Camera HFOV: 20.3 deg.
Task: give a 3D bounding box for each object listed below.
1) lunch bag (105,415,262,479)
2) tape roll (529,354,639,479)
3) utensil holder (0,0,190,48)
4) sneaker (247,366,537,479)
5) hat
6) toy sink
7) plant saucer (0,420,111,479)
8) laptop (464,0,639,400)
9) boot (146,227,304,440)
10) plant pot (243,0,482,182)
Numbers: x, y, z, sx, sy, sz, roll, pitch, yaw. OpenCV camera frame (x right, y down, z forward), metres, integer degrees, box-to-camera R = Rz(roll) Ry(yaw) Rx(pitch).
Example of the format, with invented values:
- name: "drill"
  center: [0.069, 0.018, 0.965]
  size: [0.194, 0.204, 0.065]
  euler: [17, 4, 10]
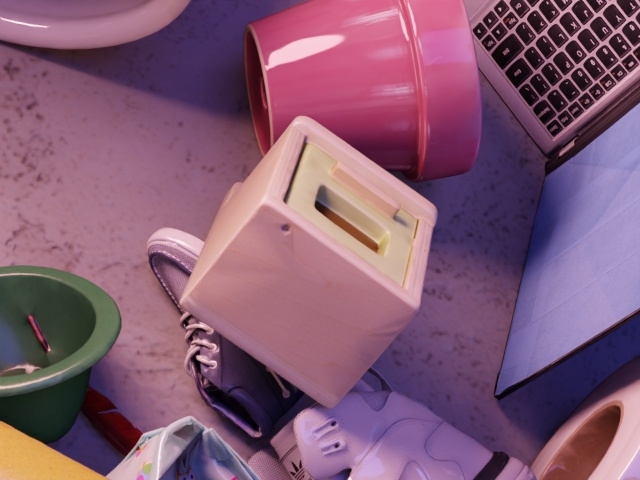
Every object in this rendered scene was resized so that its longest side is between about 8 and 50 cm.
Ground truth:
- name: "lunch bag"
  center: [-0.116, 0.287, 1.321]
  size: [0.160, 0.223, 0.262]
  euler: [2, 60, -36]
- name: "tape roll"
  center: [0.278, 0.236, 1.505]
  size: [0.169, 0.246, 0.246]
  euler: [38, 60, -4]
- name: "utensil holder"
  center: [-0.224, -0.412, 1.520]
  size: [0.327, 0.327, 0.385]
  euler: [19, 61, -15]
- name: "sneaker"
  center: [0.012, 0.265, 1.450]
  size: [0.210, 0.137, 0.366]
  euler: [40, 56, -1]
- name: "hat"
  center: [-0.232, 0.145, 1.458]
  size: [0.208, 0.184, 0.173]
  euler: [25, 43, 37]
- name: "toy sink"
  center: [0.000, 0.000, 1.486]
  size: [0.152, 0.131, 0.234]
  euler: [36, 25, -8]
- name: "plant saucer"
  center: [-0.243, 0.296, 1.202]
  size: [0.332, 0.081, 0.333]
  euler: [22, 78, 32]
- name: "laptop"
  center: [0.189, -0.137, 1.539]
  size: [0.236, 0.382, 0.408]
  euler: [-34, 85, -30]
- name: "boot"
  center: [-0.090, 0.078, 1.516]
  size: [0.190, 0.069, 0.086]
  euler: [43, 54, -2]
- name: "plant pot"
  center: [0.031, -0.143, 1.599]
  size: [0.180, 0.201, 0.201]
  euler: [-9, 72, -9]
